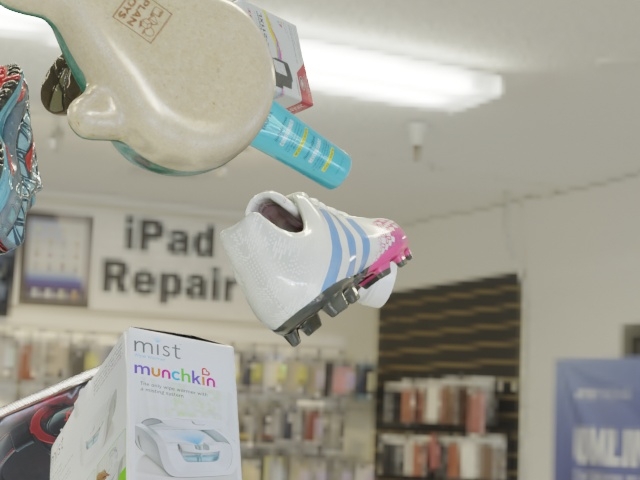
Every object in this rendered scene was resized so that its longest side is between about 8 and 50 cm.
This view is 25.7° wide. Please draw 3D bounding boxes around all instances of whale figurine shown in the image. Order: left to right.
[{"bbox_3d":[-0.176,-0.172,1.300,0.272,0.216,0.141,35,-27,-13],"label":"whale figurine"}]

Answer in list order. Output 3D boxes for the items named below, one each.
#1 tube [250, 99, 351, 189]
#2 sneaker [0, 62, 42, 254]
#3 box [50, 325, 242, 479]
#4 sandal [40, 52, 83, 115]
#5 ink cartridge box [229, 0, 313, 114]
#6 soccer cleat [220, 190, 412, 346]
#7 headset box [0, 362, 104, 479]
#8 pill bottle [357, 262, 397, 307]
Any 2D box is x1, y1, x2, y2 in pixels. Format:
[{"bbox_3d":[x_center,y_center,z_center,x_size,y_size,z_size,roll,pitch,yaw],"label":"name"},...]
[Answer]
[{"bbox_3d":[-0.052,-0.134,1.764,0.207,0.080,0.052,31,-21,-32],"label":"tube"},{"bbox_3d":[-0.358,-0.085,1.523,0.104,0.262,0.125,-13,-48,8],"label":"sneaker"},{"bbox_3d":[-0.190,0.259,1.448,0.126,0.231,0.262,13,-43,-23],"label":"box"},{"bbox_3d":[-0.295,-0.259,1.902,0.090,0.219,0.060,29,-2,28],"label":"sandal"},{"bbox_3d":[-0.088,-0.246,1.931,0.072,0.127,0.175,-16,-10,22],"label":"ink cartridge box"},{"bbox_3d":[0.000,0.000,1.427,0.116,0.143,0.331,-36,-2,18],"label":"soccer cleat"},{"bbox_3d":[-0.382,0.327,1.985,0.293,0.218,0.110,-22,5,-17],"label":"headset box"},{"bbox_3d":[0.006,0.029,1.882,0.180,0.108,0.108,15,-12,-17],"label":"pill bottle"}]
